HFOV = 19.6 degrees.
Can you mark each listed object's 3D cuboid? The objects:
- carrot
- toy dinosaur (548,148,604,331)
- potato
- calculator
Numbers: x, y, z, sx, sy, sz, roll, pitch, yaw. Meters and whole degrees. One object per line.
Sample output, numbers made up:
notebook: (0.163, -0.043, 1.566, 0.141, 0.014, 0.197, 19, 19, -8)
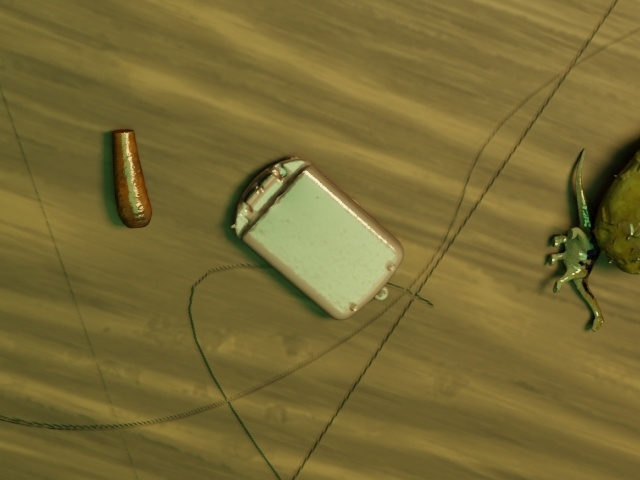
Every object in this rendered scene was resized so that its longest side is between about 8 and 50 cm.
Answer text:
carrot: (-0.176, -0.055, 1.704, 0.032, 0.032, 0.093, -9, 104, -6)
toy dinosaur: (0.246, 0.006, 1.786, 0.058, 0.037, 0.180, -16, 117, -29)
potato: (0.355, -0.056, 1.756, 0.225, 0.090, 0.117, -40, 122, 0)
calculator: (0.000, 0.000, 1.745, 0.175, 0.032, 0.100, 41, 96, -17)
